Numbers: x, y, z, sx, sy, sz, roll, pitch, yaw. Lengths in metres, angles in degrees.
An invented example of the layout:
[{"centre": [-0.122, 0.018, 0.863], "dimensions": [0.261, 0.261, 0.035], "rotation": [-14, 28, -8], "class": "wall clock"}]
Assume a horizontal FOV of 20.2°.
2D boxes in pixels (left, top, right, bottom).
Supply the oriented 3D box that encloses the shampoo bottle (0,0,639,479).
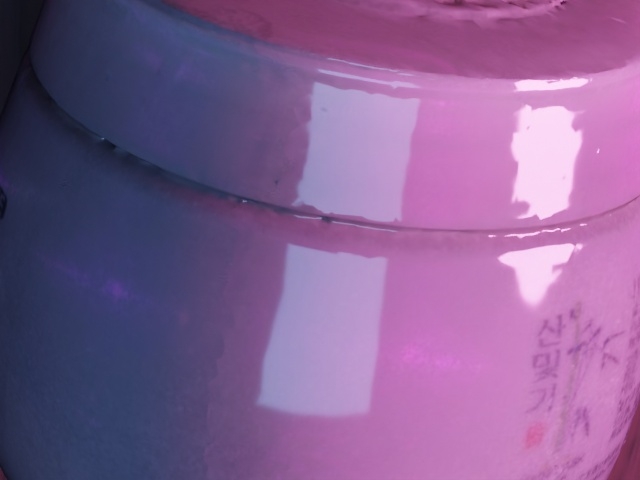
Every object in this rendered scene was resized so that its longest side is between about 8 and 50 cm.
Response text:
[{"centre": [0.000, 0.000, 0.715], "dimensions": [0.273, 0.273, 0.266], "rotation": [6, 115, -5], "class": "shampoo bottle"}]
